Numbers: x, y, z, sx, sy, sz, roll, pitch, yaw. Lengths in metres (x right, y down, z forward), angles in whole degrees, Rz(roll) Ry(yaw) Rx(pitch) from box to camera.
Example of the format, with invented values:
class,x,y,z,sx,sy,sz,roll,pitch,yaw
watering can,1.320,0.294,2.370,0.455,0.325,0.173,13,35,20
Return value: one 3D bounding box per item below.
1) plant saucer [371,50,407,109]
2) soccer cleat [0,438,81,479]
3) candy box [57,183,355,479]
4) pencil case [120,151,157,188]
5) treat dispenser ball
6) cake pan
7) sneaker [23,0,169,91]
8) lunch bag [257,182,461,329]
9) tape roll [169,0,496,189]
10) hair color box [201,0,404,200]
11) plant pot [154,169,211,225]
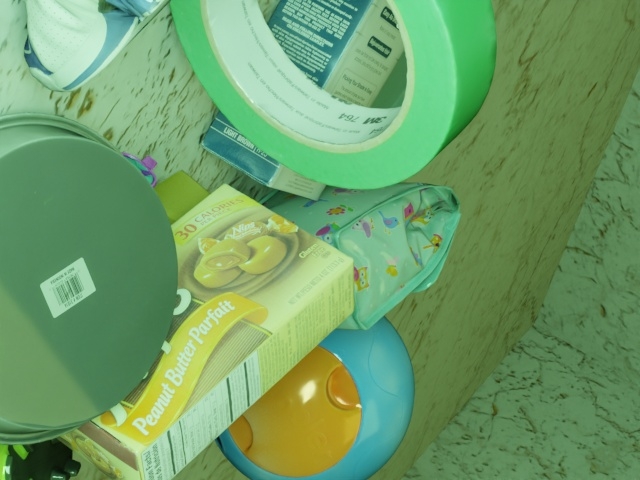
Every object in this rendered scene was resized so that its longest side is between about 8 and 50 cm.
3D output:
class,x,y,z,sx,sy,sz,roll,pitch,yaw
plant saucer,0.108,-0.250,2.070,0.317,0.044,0.317,-50,160,-26
soccer cleat,-0.334,0.219,1.521,0.289,0.121,0.093,13,78,-78
candy box,-0.133,0.093,1.527,0.316,0.183,0.087,-41,147,-31
pencil case,-0.211,-0.014,1.563,0.070,0.064,0.151,-18,140,-40
treat dispenser ball,-0.016,0.203,2.079,0.288,0.288,0.288,-50,161,-25
cake pan,-0.237,0.036,1.330,0.293,0.054,0.293,-5,97,-44
sneaker,-0.185,-0.242,1.167,0.127,0.182,0.315,-48,-171,-24
lunch bag,0.027,0.002,1.932,0.262,0.223,0.160,-36,116,-47
tape roll,0.005,-0.201,1.408,0.077,0.321,0.321,-44,157,-40
hair color box,0.015,-0.225,1.754,0.347,0.105,0.174,-60,163,6
plant pot,-0.152,-0.014,1.691,0.081,0.083,0.081,-38,153,-50
